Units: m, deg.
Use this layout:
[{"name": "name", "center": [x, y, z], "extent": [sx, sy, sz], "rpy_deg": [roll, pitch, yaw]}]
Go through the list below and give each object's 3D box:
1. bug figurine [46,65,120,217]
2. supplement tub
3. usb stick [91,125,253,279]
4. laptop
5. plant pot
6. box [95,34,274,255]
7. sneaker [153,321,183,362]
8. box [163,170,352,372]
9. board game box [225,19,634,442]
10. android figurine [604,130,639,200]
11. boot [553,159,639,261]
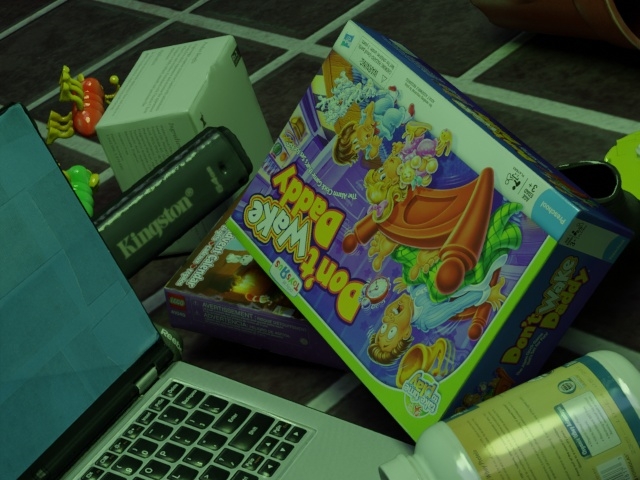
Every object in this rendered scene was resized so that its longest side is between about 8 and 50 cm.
[{"name": "bug figurine", "center": [-0.289, -0.047, 1.708], "extent": [0.072, 0.279, 0.216], "rpy_deg": [12, 43, -17]}, {"name": "supplement tub", "center": [0.158, 0.181, 1.122], "extent": [0.200, 0.144, 0.144], "rpy_deg": [-23, 31, -7]}, {"name": "usb stick", "center": [-0.186, -0.014, 1.550], "extent": [0.278, 0.077, 0.045], "rpy_deg": [-41, 19, -21]}, {"name": "laptop", "center": [-0.162, 0.125, 1.111], "extent": [0.408, 0.236, 0.382], "rpy_deg": [18, 37, 21]}, {"name": "plant pot", "center": [0.320, -0.349, 1.779], "extent": [0.272, 0.272, 0.265], "rpy_deg": [-38, 28, -27]}, {"name": "box", "center": [-0.145, -0.108, 1.715], "extent": [0.119, 0.182, 0.181], "rpy_deg": [-8, 32, 20]}, {"name": "sneaker", "center": [-0.172, 0.126, 1.461], "extent": [0.106, 0.078, 0.234], "rpy_deg": [-31, 31, -14]}, {"name": "box", "center": [0.000, 0.000, 1.544], "extent": [0.201, 0.057, 0.293], "rpy_deg": [12, 42, 22]}, {"name": "board game box", "center": [0.079, -0.010, 1.320], "extent": [0.233, 0.078, 0.347], "rpy_deg": [-59, 44, 15]}, {"name": "android figurine", "center": [0.385, -0.067, 1.475], "extent": [0.273, 0.056, 0.248], "rpy_deg": [-9, 33, 14]}, {"name": "boot", "center": [0.174, -0.022, 1.392], "extent": [0.246, 0.161, 0.083], "rpy_deg": [-13, 68, 25]}]
